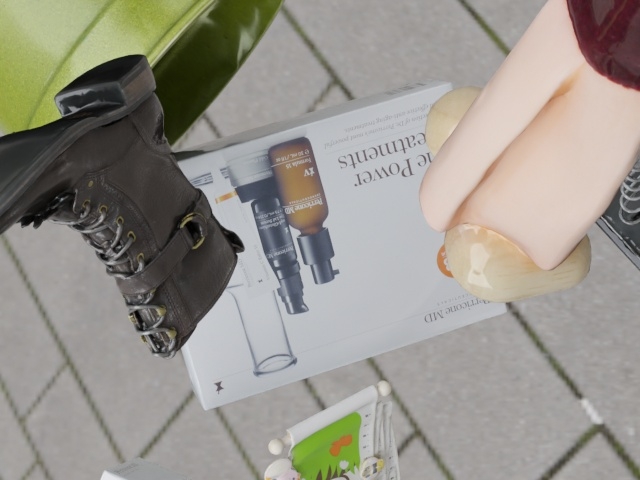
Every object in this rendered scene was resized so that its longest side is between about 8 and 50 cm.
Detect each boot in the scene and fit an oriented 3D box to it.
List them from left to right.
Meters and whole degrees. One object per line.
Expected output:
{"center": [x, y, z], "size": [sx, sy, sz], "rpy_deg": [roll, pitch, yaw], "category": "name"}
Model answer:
{"center": [-0.162, -0.001, 1.126], "size": [0.091, 0.263, 0.229], "rpy_deg": [-2, 122, 37], "category": "boot"}

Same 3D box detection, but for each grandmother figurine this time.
{"center": [0.122, -0.091, 0.558], "size": [0.342, 0.104, 0.208], "rpy_deg": [110, 147, -60], "category": "grandmother figurine"}

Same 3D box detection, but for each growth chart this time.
{"center": [0.025, 0.254, 1.507], "size": [0.021, 0.172, 0.237], "rpy_deg": [38, 152, 42], "category": "growth chart"}

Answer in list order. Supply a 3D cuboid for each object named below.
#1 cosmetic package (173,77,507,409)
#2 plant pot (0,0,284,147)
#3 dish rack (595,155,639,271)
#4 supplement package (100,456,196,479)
{"center": [0.000, 0.000, 1.640], "size": [0.097, 0.377, 0.284], "rpy_deg": [-144, 38, -73], "category": "cosmetic package"}
{"center": [-0.273, -0.277, 1.506], "size": [0.353, 0.366, 0.366], "rpy_deg": [41, 115, 3], "category": "plant pot"}
{"center": [0.233, -0.053, 0.979], "size": [0.074, 0.271, 0.208], "rpy_deg": [-40, 72, -3], "category": "dish rack"}
{"center": [-0.145, 0.311, 1.480], "size": [0.179, 0.105, 0.105], "rpy_deg": [20, 94, 12], "category": "supplement package"}
